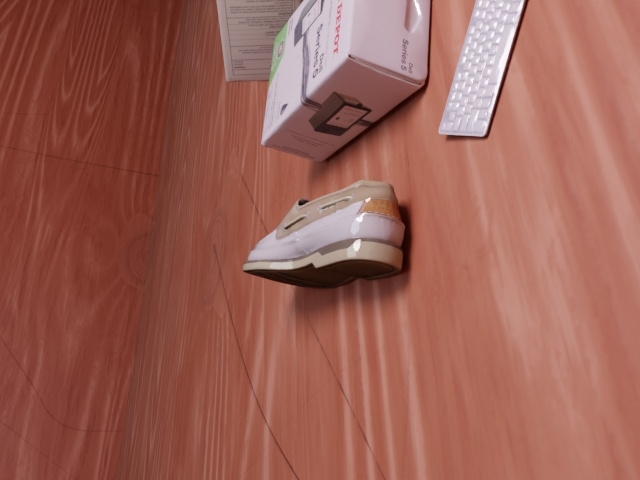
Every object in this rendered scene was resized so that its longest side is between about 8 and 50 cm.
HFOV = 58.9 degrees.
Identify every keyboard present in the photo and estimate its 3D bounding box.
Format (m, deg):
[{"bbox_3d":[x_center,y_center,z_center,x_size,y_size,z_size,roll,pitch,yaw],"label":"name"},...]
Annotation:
[{"bbox_3d":[0.180,-0.232,0.582,0.072,0.014,0.255,25,101,65],"label":"keyboard"}]

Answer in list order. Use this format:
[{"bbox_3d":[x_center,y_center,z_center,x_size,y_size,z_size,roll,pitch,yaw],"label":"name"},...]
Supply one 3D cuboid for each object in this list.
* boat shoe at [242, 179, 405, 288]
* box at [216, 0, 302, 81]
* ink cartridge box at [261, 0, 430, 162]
[{"bbox_3d":[0.000,0.000,0.748,0.302,0.113,0.103,-11,66,52],"label":"boat shoe"},{"bbox_3d":[-0.104,-0.431,0.947,0.311,0.148,0.121,93,171,-47],"label":"box"},{"bbox_3d":[0.026,-0.256,0.801,0.273,0.115,0.198,-27,54,59],"label":"ink cartridge box"}]
